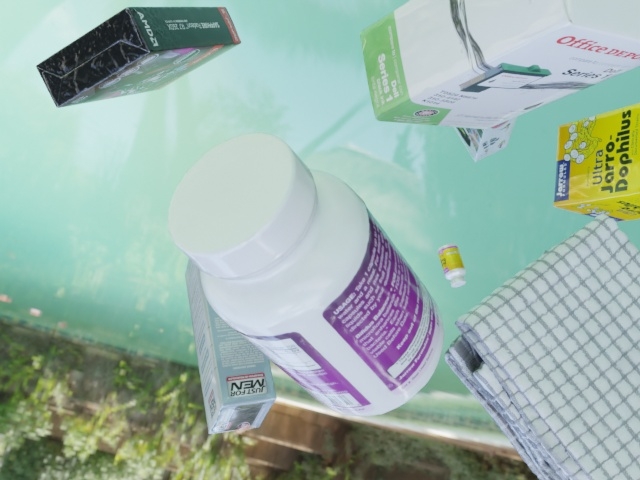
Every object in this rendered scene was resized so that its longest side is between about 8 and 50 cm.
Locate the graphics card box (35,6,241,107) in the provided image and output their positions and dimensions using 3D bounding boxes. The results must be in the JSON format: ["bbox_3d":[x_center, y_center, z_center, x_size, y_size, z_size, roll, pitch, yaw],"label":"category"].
[{"bbox_3d":[-0.334,-0.360,1.542,0.232,0.094,0.371,-22,-174,24],"label":"graphics card box"}]

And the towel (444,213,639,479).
[{"bbox_3d":[0.301,0.150,0.889,0.284,0.235,0.121,51,163,10],"label":"towel"}]

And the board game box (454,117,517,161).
[{"bbox_3d":[0.336,-0.340,1.734,0.097,0.224,0.303,-26,160,-6],"label":"board game box"}]

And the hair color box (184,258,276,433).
[{"bbox_3d":[-0.193,0.186,1.655,0.113,0.375,0.185,-4,152,-18],"label":"hair color box"}]

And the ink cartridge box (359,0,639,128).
[{"bbox_3d":[0.167,-0.175,0.692,0.160,0.093,0.219,-2,171,-36],"label":"ink cartridge box"}]

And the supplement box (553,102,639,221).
[{"bbox_3d":[0.688,-0.165,1.670,0.195,0.194,0.356,12,169,-28],"label":"supplement box"}]

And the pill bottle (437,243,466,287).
[{"bbox_3d":[0.268,0.051,1.623,0.043,0.083,0.043,-12,155,-5],"label":"pill bottle"}]

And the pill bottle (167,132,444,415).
[{"bbox_3d":[-0.008,0.038,0.764,0.169,0.169,0.301,5,150,34],"label":"pill bottle"}]
